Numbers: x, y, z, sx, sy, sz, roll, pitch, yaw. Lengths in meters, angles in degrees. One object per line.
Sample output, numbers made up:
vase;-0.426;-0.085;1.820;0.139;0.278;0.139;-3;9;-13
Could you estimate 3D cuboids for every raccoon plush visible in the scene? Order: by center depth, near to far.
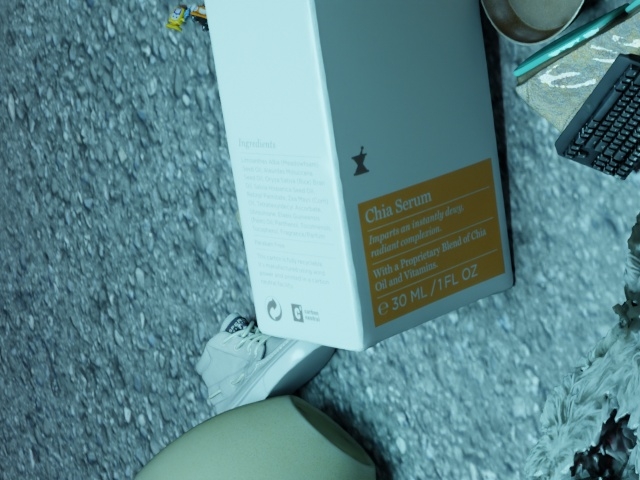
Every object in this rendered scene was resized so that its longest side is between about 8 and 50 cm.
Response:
raccoon plush;0.384;0.157;1.377;0.446;0.299;0.216;-64;26;-2

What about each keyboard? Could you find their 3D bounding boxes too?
keyboard;0.283;-0.102;1.429;0.180;0.108;0.023;117;168;-65

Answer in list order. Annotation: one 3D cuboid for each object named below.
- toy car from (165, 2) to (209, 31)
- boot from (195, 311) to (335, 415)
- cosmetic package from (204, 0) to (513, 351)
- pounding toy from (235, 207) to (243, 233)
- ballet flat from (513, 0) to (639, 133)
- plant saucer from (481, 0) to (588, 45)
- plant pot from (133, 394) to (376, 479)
toy car;-0.155;-0.281;1.983;0.122;0.060;0.040;17;81;42
boot;-0.080;0.139;1.968;0.123;0.095;0.258;58;140;14
cosmetic package;0.037;-0.144;1.600;0.161;0.230;0.453;6;111;48
pounding toy;0.000;0.000;1.817;0.141;0.130;0.100;68;154;12
ballet flat;0.297;-0.173;1.414;0.106;0.107;0.316;55;147;-3
plant saucer;0.209;-0.266;1.522;0.168;0.029;0.168;0;90;56
plant pot;-0.045;0.292;1.868;0.191;0.284;0.284;-50;54;5
